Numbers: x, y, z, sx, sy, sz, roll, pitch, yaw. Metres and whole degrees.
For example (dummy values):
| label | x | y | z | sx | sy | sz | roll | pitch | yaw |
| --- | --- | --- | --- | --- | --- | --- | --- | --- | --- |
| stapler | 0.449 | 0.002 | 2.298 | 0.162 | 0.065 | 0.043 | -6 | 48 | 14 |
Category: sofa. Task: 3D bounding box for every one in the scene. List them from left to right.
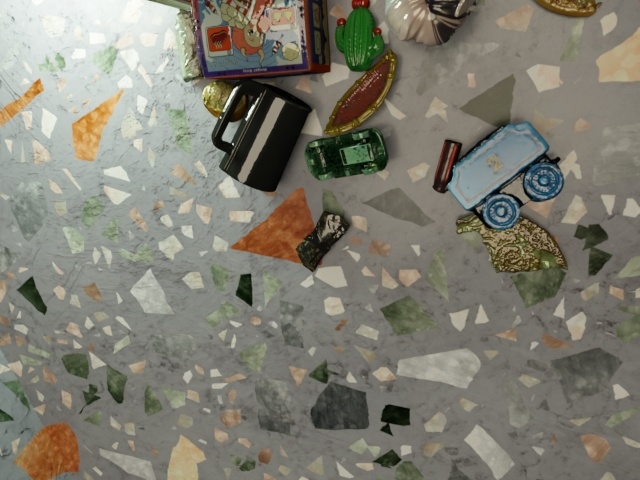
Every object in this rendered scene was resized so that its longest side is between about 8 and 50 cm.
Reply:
| label | x | y | z | sx | sy | sz | roll | pitch | yaw |
| --- | --- | --- | --- | --- | --- | --- | --- | --- | --- |
| sofa | -0.419 | -0.621 | 1.715 | 0.176 | 0.225 | 0.210 | -1 | 108 | 13 |

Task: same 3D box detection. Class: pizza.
| label | x | y | z | sx | sy | sz | roll | pitch | yaw |
| --- | --- | --- | --- | --- | --- | --- | --- | --- | --- |
| pizza | 0.692 | -0.719 | 1.442 | 0.188 | 0.062 | 0.198 | 19 | 109 | 8 |

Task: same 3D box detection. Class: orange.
| label | x | y | z | sx | sy | sz | roll | pitch | yaw |
| --- | --- | --- | --- | --- | --- | --- | --- | --- | --- |
| orange | -0.314 | -0.471 | 1.774 | 0.157 | 0.156 | 0.134 | 21 | 66 | 10 |

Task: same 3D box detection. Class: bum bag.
| label | x | y | z | sx | sy | sz | roll | pitch | yaw |
| --- | --- | --- | --- | --- | --- | --- | --- | --- | --- |
| bum bag | -0.001 | 0.000 | 1.855 | 0.102 | 0.069 | 0.248 | 32 | 115 | -11 |

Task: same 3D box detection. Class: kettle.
| label | x | y | z | sx | sy | sz | roll | pitch | yaw |
| --- | --- | --- | --- | --- | --- | --- | --- | --- | --- |
| kettle | -0.203 | -0.350 | 1.736 | 0.262 | 0.203 | 0.308 | 24 | 109 | -11 |

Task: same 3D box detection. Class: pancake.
| label | x | y | z | sx | sy | sz | roll | pitch | yaw |
| --- | --- | --- | --- | --- | --- | --- | --- | --- | --- |
| pancake | 0.607 | 0.015 | 1.688 | 0.377 | 0.054 | 0.197 | 30 | 106 | 8 |

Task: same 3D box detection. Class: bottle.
| label | x | y | z | sx | sy | sz | roll | pitch | yaw |
| --- | --- | --- | --- | --- | --- | --- | --- | --- | --- |
| bottle | 0.398 | -0.230 | 1.674 | 0.060 | 0.060 | 0.164 | 17 | 110 | 11 |

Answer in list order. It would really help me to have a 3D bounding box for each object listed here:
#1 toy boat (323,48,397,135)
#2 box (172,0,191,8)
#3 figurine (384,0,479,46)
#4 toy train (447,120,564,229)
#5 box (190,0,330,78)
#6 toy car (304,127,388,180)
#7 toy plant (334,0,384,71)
| label | x | y | z | sx | sy | sz | roll | pitch | yaw |
| --- | --- | --- | --- | --- | --- | --- | --- | --- | --- |
| toy boat | 0.131 | -0.445 | 1.655 | 0.318 | 0.099 | 0.141 | -49 | 55 | 14 |
| box | -0.463 | -0.830 | 1.609 | 0.095 | 0.330 | 0.210 | 6 | 107 | 15 |
| figurine | 0.287 | -0.641 | 1.433 | 0.253 | 0.361 | 0.211 | -35 | 104 | 26 |
| toy train | 0.545 | -0.187 | 1.559 | 0.300 | 0.188 | 0.265 | -39 | 81 | 15 |
| box | -0.171 | -0.659 | 1.613 | 0.349 | 0.257 | 0.318 | 2 | 107 | 16 |
| toy car | 0.092 | -0.282 | 1.716 | 0.306 | 0.125 | 0.136 | -3 | 111 | 40 |
| toy plant | 0.110 | -0.634 | 1.622 | 0.155 | 0.088 | 0.240 | -29 | 73 | 35 |
